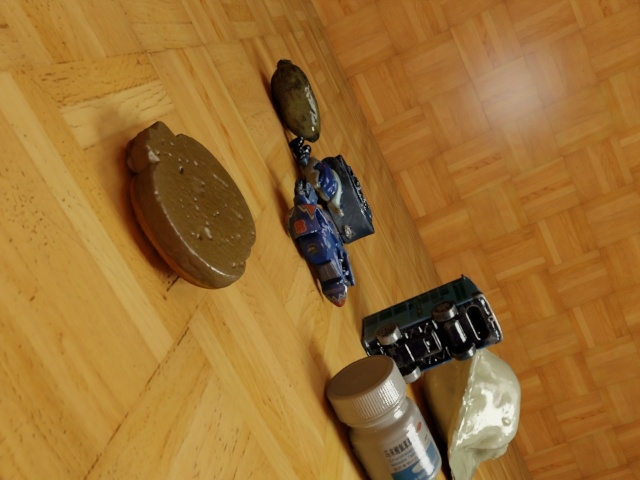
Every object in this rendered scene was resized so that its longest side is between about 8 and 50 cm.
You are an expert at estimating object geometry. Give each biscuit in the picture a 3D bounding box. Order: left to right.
[{"bbox_3d":[-0.131,-0.033,0.610,0.170,0.050,0.170,50,21,-28],"label":"biscuit"}]

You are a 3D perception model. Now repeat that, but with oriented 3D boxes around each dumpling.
[{"bbox_3d":[0.333,0.413,1.452,0.315,0.233,0.395,-61,149,-34],"label":"dumpling"}]

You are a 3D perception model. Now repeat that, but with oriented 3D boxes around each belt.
[{"bbox_3d":[0.053,-0.091,1.343,0.141,0.082,0.190,-73,139,-78],"label":"belt"}]

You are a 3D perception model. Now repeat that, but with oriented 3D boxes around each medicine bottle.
[{"bbox_3d":[0.087,0.251,0.852,0.168,0.105,0.105,63,14,-13],"label":"medicine bottle"}]

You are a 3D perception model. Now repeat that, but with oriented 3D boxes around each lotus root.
[{"bbox_3d":[-0.050,-0.277,1.262,0.089,0.080,0.179,27,43,-79],"label":"lotus root"}]

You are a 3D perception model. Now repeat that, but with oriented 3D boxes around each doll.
[{"bbox_3d":[-0.003,-0.115,1.206,0.096,0.070,0.195,34,23,-55],"label":"doll"}]

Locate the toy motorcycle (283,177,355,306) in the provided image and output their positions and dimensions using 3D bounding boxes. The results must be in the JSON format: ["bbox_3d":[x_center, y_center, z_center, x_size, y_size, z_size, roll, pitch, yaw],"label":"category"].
[{"bbox_3d":[0.000,0.000,1.020,0.205,0.076,0.114,64,22,-17],"label":"toy motorcycle"}]

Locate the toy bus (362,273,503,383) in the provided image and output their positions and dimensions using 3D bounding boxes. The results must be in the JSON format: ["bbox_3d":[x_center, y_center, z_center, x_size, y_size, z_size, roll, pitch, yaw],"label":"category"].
[{"bbox_3d":[0.203,0.162,1.173,0.116,0.234,0.133,63,11,-16],"label":"toy bus"}]
